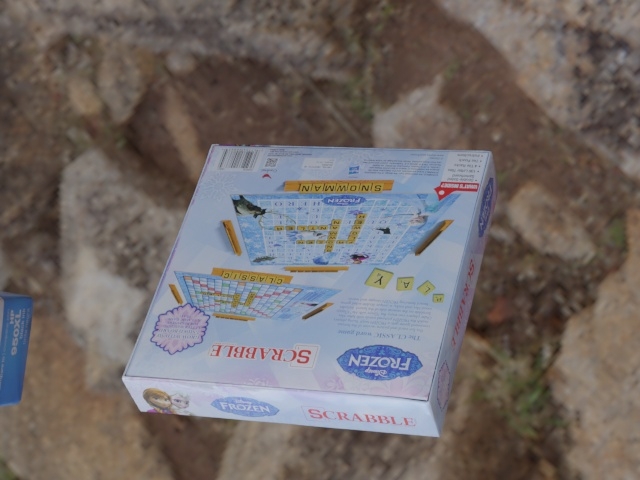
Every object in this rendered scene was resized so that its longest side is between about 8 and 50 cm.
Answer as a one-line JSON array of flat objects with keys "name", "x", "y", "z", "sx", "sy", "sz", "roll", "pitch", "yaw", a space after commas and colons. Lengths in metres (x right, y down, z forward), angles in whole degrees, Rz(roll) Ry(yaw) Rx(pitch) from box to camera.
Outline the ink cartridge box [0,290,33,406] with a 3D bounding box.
[{"name": "ink cartridge box", "x": -0.605, "y": 0.133, "z": 2.147, "sx": 0.285, "sy": 0.166, "sz": 0.395, "roll": 9, "pitch": -178, "yaw": 17}]

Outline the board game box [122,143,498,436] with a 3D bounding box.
[{"name": "board game box", "x": -0.003, "y": 0.040, "z": 1.638, "sx": 0.319, "sy": 0.318, "sz": 0.066, "roll": 3, "pitch": 141, "yaw": 20}]
